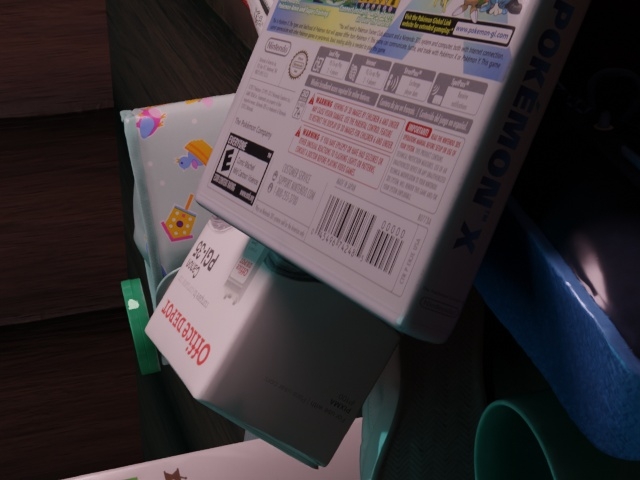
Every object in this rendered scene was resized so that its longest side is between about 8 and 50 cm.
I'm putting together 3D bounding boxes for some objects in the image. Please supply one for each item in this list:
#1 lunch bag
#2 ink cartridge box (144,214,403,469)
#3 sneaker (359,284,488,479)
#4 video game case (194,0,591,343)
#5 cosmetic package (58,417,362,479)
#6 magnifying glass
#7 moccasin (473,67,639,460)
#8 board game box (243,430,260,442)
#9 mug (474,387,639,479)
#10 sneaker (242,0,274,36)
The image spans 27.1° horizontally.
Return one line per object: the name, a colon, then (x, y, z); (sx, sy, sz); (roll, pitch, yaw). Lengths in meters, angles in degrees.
lunch bag: (-0.070, -0.014, 1.301); (0.160, 0.223, 0.262); (-154, 55, -78)
ink cartridge box: (0.000, 0.000, 0.999); (0.283, 0.117, 0.207); (-59, 20, -1)
sneaker: (0.070, 0.125, 1.119); (0.169, 0.108, 0.293); (-145, 58, -71)
video game case: (0.043, -0.124, 0.791); (0.329, 0.036, 0.300); (29, 98, 63)
cosmetic package: (-0.071, 0.294, 1.201); (0.155, 0.365, 0.197); (108, 147, -61)
magnifying glass: (-0.177, 0.091, 1.326); (0.231, 0.026, 0.092); (130, 126, -78)
moccasin: (0.147, -0.009, 0.746); (0.342, 0.116, 0.138); (-113, 14, -46)
board game box: (-0.049, 0.295, 1.702); (0.305, 0.053, 0.193); (101, 156, -50)
mug: (0.160, 0.158, 0.807); (0.158, 0.097, 0.130); (106, 151, -57)
sneaker: (-0.040, -0.270, 1.225); (0.145, 0.090, 0.270); (104, 149, -52)
